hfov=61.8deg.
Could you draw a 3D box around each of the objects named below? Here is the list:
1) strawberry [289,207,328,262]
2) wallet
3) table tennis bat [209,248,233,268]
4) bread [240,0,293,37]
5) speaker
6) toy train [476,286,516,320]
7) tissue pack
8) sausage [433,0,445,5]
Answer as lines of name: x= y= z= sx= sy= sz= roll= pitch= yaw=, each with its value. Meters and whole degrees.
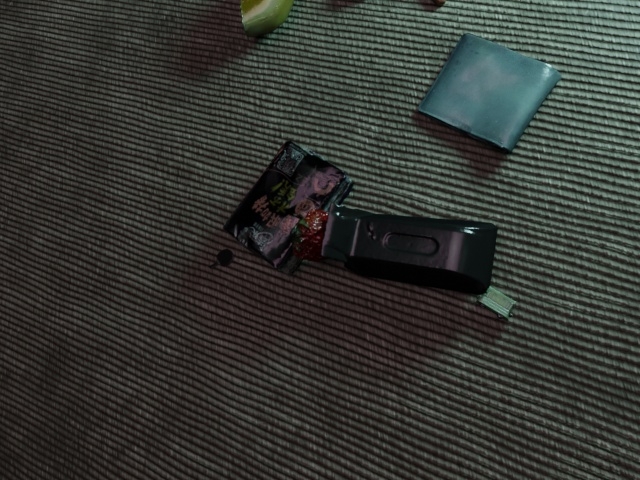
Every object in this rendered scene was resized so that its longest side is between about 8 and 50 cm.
strawberry: x=-0.003 y=-0.001 z=1.389 sx=0.140 sy=0.192 sz=0.085 roll=-35 pitch=38 yaw=-24
wallet: x=0.437 y=-0.390 z=1.407 sx=0.290 sy=0.054 sz=0.251 roll=32 pitch=89 yaw=23
table tennis bat: x=-0.295 y=0.059 z=1.589 sx=0.083 sy=0.007 sz=0.050 roll=-34 pitch=71 yaw=8
bread: x=-0.156 y=-0.729 z=1.632 sx=0.156 sy=0.158 sz=0.261 roll=34 pitch=91 yaw=11
speaker: x=0.218 y=0.014 z=1.317 sx=0.388 sy=0.184 sz=0.180 roll=6 pitch=82 yaw=25
toy train: x=0.431 y=0.153 z=1.310 sx=0.093 sy=0.038 sz=0.056 roll=33 pitch=85 yaw=22
tissue pack: x=-0.093 y=-0.096 z=1.495 sx=0.245 sy=0.123 sz=0.332 roll=35 pitch=88 yaw=27
sausage: x=0.311 y=-0.730 z=1.529 sx=0.035 sy=0.030 sz=0.147 roll=-32 pitch=71 yaw=9
